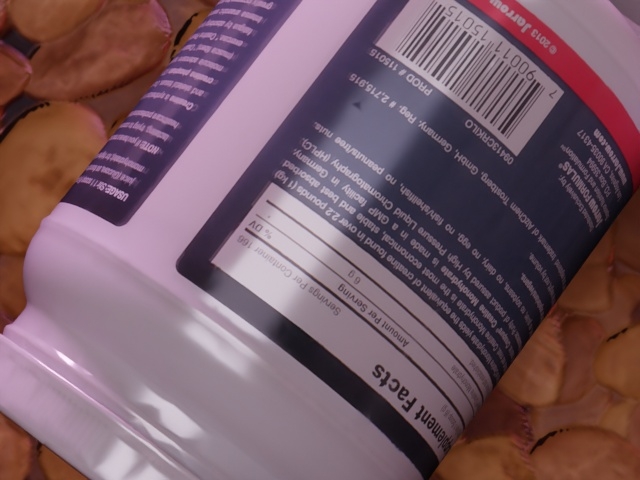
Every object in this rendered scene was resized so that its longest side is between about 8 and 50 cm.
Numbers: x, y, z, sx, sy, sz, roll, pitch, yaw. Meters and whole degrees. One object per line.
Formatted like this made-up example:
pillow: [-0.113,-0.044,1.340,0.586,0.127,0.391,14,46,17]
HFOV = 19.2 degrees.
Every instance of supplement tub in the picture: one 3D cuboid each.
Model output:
supplement tub: [0.000,0.000,0.790,0.191,0.191,0.272,36,80,9]

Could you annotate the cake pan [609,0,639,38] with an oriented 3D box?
cake pan: [0.226,-0.198,0.904,0.293,0.054,0.293,0,76,1]
